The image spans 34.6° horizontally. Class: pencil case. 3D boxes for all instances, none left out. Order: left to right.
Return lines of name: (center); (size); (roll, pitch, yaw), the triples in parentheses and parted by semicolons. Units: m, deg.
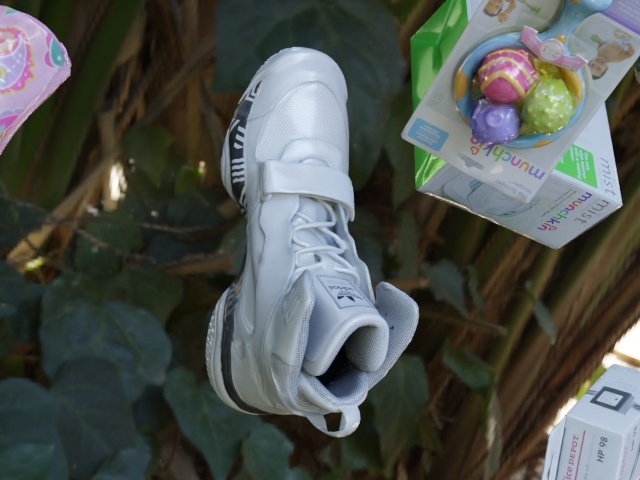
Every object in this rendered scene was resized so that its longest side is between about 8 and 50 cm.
pencil case: (-0.385, -0.116, 1.105); (0.124, 0.284, 0.124); (27, -18, 10)

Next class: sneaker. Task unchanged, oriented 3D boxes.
sneaker: (0.000, 0.000, 0.957); (0.137, 0.365, 0.210); (7, 2, -31)

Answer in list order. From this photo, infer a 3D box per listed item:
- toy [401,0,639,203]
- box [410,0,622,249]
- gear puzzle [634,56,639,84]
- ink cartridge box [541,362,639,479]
toy: (0.176, -0.135, 0.868); (0.137, 0.237, 0.056); (29, 35, -3)
box: (0.240, -0.153, 1.297); (0.231, 0.127, 0.262); (21, 51, -24)
gear puzzle: (0.605, -0.314, 1.453); (0.339, 0.175, 0.044); (-7, -14, 2)
ink cartridge box: (0.276, 0.204, 1.004); (0.060, 0.104, 0.180); (17, 24, 30)
